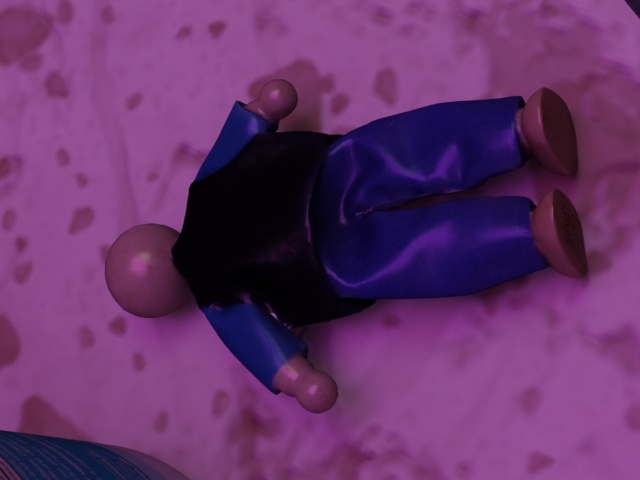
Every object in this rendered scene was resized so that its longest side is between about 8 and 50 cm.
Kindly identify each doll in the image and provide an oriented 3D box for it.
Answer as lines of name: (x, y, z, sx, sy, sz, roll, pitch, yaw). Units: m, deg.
doll: (0.000, 0.000, 0.551, 0.189, 0.046, 0.129, -10, 74, 25)

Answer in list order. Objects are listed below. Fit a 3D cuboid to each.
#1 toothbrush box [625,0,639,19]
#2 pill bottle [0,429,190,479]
toothbrush box: (0.186, -0.095, 0.335, 0.216, 0.295, 0.126, -48, 62, 9)
pill bottle: (-0.141, 0.129, 0.470, 0.146, 0.264, 0.146, -6, 77, 26)
